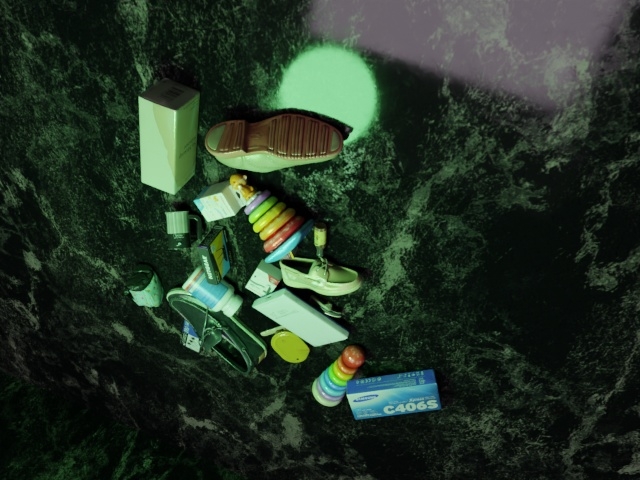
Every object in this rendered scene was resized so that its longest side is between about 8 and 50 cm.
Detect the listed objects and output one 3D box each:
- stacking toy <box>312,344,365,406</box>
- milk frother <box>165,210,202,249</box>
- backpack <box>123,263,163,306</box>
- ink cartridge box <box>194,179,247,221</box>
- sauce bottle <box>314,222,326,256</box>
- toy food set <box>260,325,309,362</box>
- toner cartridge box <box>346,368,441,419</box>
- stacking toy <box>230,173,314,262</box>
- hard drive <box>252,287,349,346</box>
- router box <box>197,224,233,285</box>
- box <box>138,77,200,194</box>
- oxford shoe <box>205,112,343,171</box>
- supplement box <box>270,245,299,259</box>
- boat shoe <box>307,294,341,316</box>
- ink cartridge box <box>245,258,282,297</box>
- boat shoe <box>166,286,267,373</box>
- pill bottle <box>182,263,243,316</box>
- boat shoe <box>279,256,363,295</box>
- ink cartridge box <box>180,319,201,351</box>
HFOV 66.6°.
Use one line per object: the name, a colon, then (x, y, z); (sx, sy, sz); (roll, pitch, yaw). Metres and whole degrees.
stacking toy: (0.086, 0.537, 1.993); (0.141, 0.141, 0.330); (28, 127, 0)
milk frother: (-0.504, -0.040, 1.777); (0.143, 0.129, 0.134); (3, 97, 58)
backpack: (-0.738, 0.206, 2.056); (0.115, 0.151, 0.182); (10, 137, 10)
ink cartridge box: (-0.324, -0.135, 1.614); (0.143, 0.090, 0.092); (-11, 123, 31)
sauce bottle: (0.000, 0.000, 1.618); (0.042, 0.042, 0.128); (12, 130, 14)
toy food set: (-0.133, 0.408, 2.013); (0.128, 0.071, 0.218); (-28, 117, 18)
toner cartridge box: (0.289, 0.608, 1.919); (0.348, 0.075, 0.165); (-11, 123, 10)
stacking toy: (-0.181, -0.095, 1.561); (0.175, 0.166, 0.302); (-40, 95, 26)
hard drive: (-0.075, 0.297, 1.850); (0.319, 0.040, 0.210); (37, 142, -23)
router box: (-0.378, 0.054, 1.768); (0.046, 0.133, 0.178); (10, 132, 17)
box: (-0.461, -0.312, 1.488); (0.121, 0.148, 0.311); (22, 135, 4)
oxford shoe: (-0.122, -0.271, 1.412); (0.397, 0.140, 0.146); (5, 161, 14)
supplement box: (-0.123, 0.034, 1.693); (0.083, 0.055, 0.043); (-5, 124, 27)
boat shoe: (0.019, 0.246, 1.819); (0.137, 0.049, 0.043); (22, 94, 6)
ink cartridge box: (-0.209, 0.148, 1.826); (0.099, 0.056, 0.135); (31, 133, -4)
boat shoe: (-0.448, 0.381, 2.065); (0.500, 0.156, 0.187); (41, 134, -11)
pill bottle: (-0.419, 0.202, 1.917); (0.221, 0.124, 0.124); (39, 133, -10)
boat shoe: (-0.003, 0.111, 1.674); (0.303, 0.109, 0.098); (7, 132, 26)
ink cartridge box: (-0.579, 0.425, 2.231); (0.097, 0.046, 0.207); (25, 134, 1)
